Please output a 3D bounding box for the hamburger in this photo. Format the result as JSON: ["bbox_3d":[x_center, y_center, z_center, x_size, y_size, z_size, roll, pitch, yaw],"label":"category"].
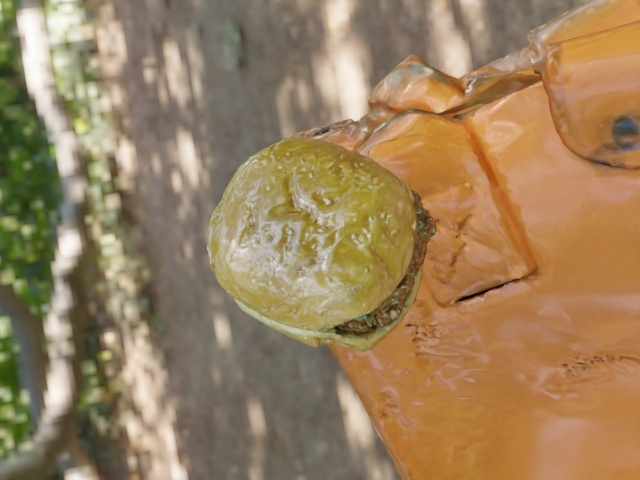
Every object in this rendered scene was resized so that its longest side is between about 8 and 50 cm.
[{"bbox_3d":[0.000,0.000,0.710,0.076,0.083,0.044,-65,-26,-20],"label":"hamburger"}]

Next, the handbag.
[{"bbox_3d":[0.203,0.004,1.013,0.303,0.410,0.116,60,-159,-20],"label":"handbag"}]
